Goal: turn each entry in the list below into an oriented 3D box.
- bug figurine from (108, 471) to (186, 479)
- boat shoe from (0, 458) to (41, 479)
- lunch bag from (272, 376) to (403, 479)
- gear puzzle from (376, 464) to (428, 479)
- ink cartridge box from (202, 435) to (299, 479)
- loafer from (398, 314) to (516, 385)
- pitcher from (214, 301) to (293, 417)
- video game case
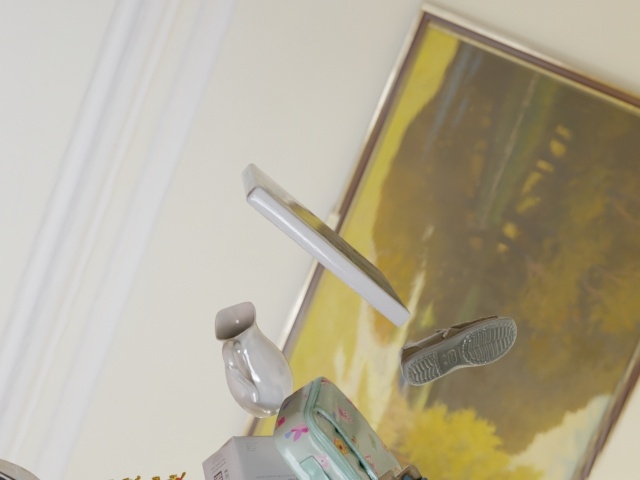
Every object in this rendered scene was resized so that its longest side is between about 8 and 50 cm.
[{"bbox_3d":[-0.418,0.584,2.249,0.279,0.072,0.216,-16,-164,46],"label":"bug figurine"},{"bbox_3d":[-0.526,0.359,1.485,0.108,0.301,0.102,-37,-151,31],"label":"boat shoe"},{"bbox_3d":[0.043,0.375,1.700,0.108,0.279,0.224,-37,-173,11],"label":"lunch bag"},{"bbox_3d":[0.032,0.419,1.164,0.339,0.175,0.044,-37,-165,-20],"label":"gear puzzle"},{"bbox_3d":[-0.031,0.501,1.855,0.130,0.309,0.272,-45,-131,41],"label":"ink cartridge box"},{"bbox_3d":[0.258,0.195,1.963,0.087,0.251,0.094,-133,-148,-57],"label":"loafer"},{"bbox_3d":[-0.132,0.246,1.938,0.178,0.125,0.207,-79,150,-61],"label":"pitcher"},{"bbox_3d":[0.000,0.000,1.758,0.036,0.329,0.300,-49,-168,5],"label":"video game case"}]
